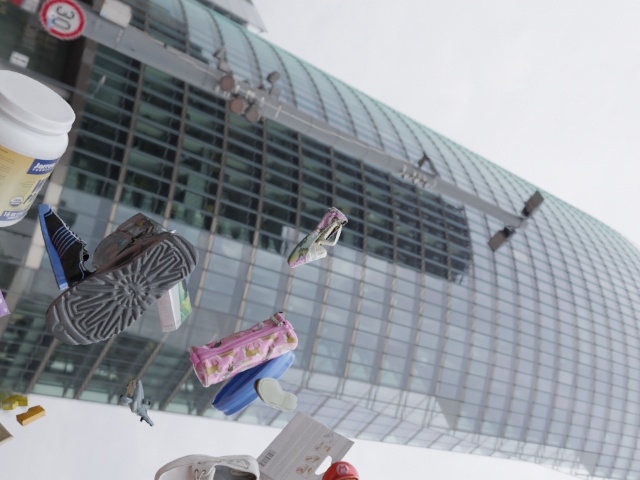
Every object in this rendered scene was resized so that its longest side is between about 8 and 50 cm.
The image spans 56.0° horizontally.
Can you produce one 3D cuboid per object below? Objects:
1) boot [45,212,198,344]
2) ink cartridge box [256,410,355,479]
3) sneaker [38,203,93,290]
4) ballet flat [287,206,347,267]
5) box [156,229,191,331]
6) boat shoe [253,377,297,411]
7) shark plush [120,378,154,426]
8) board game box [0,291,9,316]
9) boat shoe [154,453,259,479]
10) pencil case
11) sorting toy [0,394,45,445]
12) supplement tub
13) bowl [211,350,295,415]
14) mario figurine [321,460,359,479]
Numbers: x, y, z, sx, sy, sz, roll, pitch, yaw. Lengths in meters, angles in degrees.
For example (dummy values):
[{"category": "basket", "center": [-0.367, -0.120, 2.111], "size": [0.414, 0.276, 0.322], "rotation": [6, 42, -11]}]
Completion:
[{"category": "boot", "center": [-0.532, 0.076, 1.529], "size": [0.366, 0.146, 0.445], "rotation": [-31, -156, -21]}, {"category": "ink cartridge box", "center": [-0.055, 0.723, 2.003], "size": [0.238, 0.275, 0.060], "rotation": [21, -50, 29]}, {"category": "sneaker", "center": [-0.619, 0.009, 1.465], "size": [0.232, 0.090, 0.081], "rotation": [66, -28, 16]}, {"category": "ballet flat", "center": [0.000, 0.000, 1.678], "size": [0.079, 0.077, 0.221], "rotation": [31, -115, 20]}, {"category": "box", "center": [-0.535, 0.136, 2.135], "size": [0.232, 0.058, 0.322], "rotation": [-83, 166, -80]}, {"category": "boat shoe", "center": [-0.161, 0.507, 1.981], "size": [0.068, 0.228, 0.081], "rotation": [6, -119, 34]}, {"category": "shark plush", "center": [-0.552, 0.504, 1.844], "size": [0.073, 0.067, 0.161], "rotation": [-44, 115, -83]}, {"category": "board game box", "center": [-1.100, 0.069, 1.923], "size": [0.208, 0.056, 0.347], "rotation": [12, -60, 54]}, {"category": "boat shoe", "center": [-0.297, 0.622, 1.587], "size": [0.096, 0.276, 0.098], "rotation": [177, -91, -76]}, {"category": "pencil case", "center": [-0.281, 0.393, 2.185], "size": [0.160, 0.385, 0.167], "rotation": [23, -49, 62]}, {"category": "sorting toy", "center": [-0.855, 0.446, 1.463], "size": [0.229, 0.307, 0.041], "rotation": [24, -61, 31]}, {"category": "supplement tub", "center": [-0.746, -0.214, 1.421], "size": [0.316, 0.228, 0.228], "rotation": [-50, -143, 18]}, {"category": "bowl", "center": [-0.260, 0.550, 2.406], "size": [0.391, 0.077, 0.391], "rotation": [-39, -177, 2]}, {"category": "mario figurine", "center": [0.077, 0.778, 1.661], "size": [0.170, 0.198, 0.321], "rotation": [-18, -112, 26]}]
